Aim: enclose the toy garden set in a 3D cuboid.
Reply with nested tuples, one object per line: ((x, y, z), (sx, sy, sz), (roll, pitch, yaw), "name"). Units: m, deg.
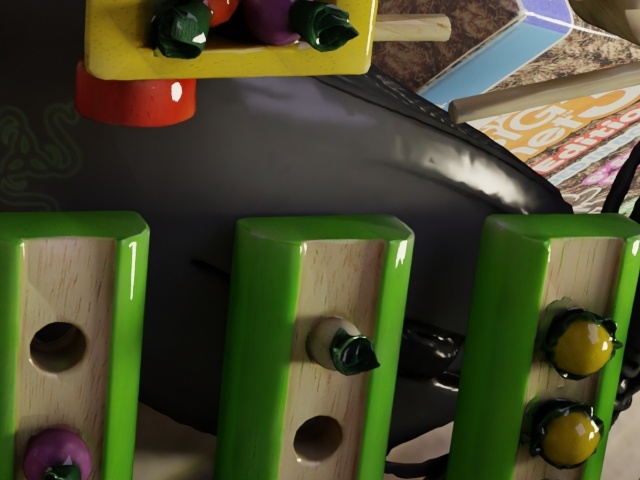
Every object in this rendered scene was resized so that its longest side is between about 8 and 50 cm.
((0.038, 0.006, 0.363), (0.244, 0.204, 0.049), (-1, 20, -20), "toy garden set")

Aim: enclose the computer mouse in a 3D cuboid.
((0.000, 0.000, 0.413), (0.272, 0.188, 0.072), (26, 24, -22), "computer mouse")

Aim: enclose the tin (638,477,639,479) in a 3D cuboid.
((0.128, 0.139, 0.494), (0.040, 0.106, 0.189), (31, 42, -11), "tin")

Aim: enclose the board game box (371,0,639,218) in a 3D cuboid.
((0.076, -0.130, 0.605), (0.291, 0.141, 0.232), (3, 62, -47), "board game box")
